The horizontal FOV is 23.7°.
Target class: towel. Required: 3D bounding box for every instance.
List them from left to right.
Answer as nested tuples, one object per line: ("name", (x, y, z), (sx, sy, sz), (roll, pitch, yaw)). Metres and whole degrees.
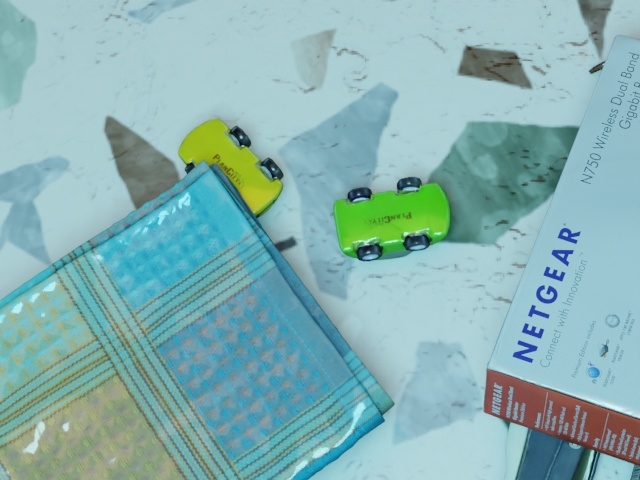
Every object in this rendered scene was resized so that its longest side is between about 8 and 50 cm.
("towel", (-0.162, 0.133, 1.205), (0.370, 0.040, 0.271), (-34, 70, -9))

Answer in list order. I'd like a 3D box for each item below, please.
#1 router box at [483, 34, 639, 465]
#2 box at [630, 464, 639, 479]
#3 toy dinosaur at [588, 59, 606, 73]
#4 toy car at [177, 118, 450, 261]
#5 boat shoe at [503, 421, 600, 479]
("router box", (0.321, 0.026, 1.180), (0.301, 0.082, 0.335), (17, 62, 13))
("box", (0.305, 0.240, 1.158), (0.162, 0.029, 0.116), (19, 75, -3))
("toy dinosaur", (0.288, -0.174, 1.315), (0.090, 0.047, 0.082), (19, 57, 25))
("toy car", (0.000, 0.000, 1.292), (0.225, 0.053, 0.239), (-10, 71, 5))
("boat shoe", (0.176, 0.228, 1.171), (0.079, 0.095, 0.254), (4, 63, 22))
